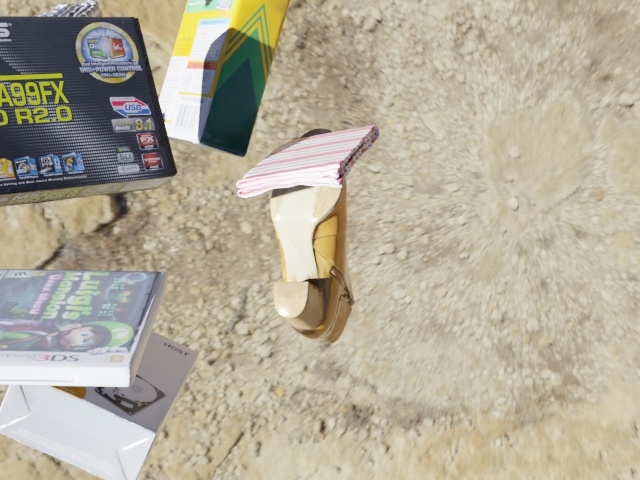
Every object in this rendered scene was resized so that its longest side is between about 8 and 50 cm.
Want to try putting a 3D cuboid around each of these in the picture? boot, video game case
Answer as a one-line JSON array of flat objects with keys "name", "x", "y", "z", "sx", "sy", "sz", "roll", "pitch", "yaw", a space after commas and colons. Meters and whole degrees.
[{"name": "boot", "x": 0.001, "y": 0.001, "z": 1.405, "sx": 0.104, "sy": 0.211, "sz": 0.295, "roll": 5, "pitch": 79, "yaw": 18}, {"name": "video game case", "x": -0.239, "y": 0.073, "z": 0.849, "sx": 0.173, "sy": 0.190, "sz": 0.022, "roll": 1, "pitch": 113, "yaw": 0}]

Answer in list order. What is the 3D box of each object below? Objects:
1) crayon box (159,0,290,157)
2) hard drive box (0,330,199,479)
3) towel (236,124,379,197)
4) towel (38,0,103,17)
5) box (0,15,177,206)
[{"name": "crayon box", "x": -0.141, "y": -0.294, "z": 1.387, "sx": 0.083, "sy": 0.203, "sz": 0.322, "roll": 14, "pitch": 93, "yaw": -31}, {"name": "hard drive box", "x": -0.275, "y": 0.187, "z": 1.196, "sx": 0.181, "sy": 0.232, "sz": 0.089, "roll": 25, "pitch": 108, "yaw": -3}, {"name": "towel", "x": -0.012, "y": -0.104, "z": 1.235, "sx": 0.144, "sy": 0.197, "sz": 0.029, "roll": -7, "pitch": 110, "yaw": 21}, {"name": "towel", "x": -0.415, "y": -0.233, "z": 1.516, "sx": 0.121, "sy": 0.283, "sz": 0.235, "roll": 0, "pitch": 124, "yaw": 21}, {"name": "box", "x": -0.325, "y": -0.157, "z": 1.123, "sx": 0.060, "sy": 0.270, "sz": 0.216, "roll": -25, "pitch": 77, "yaw": 53}]
